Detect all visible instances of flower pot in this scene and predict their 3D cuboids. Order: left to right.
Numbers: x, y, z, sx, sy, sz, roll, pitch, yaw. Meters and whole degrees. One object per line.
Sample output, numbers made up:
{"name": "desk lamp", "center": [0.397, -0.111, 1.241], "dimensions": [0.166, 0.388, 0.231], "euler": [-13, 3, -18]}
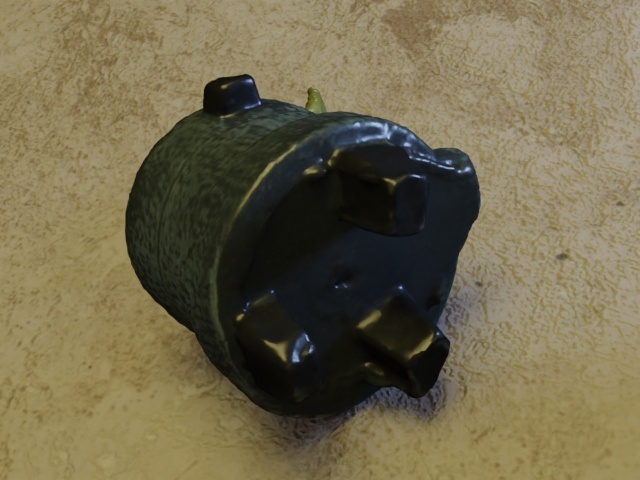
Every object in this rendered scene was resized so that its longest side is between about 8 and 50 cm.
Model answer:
{"name": "flower pot", "center": [0.000, 0.000, 1.177], "dimensions": [0.299, 0.299, 0.283], "euler": [-35, 35, -17]}

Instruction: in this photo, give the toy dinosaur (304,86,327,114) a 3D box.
{"name": "toy dinosaur", "center": [-0.020, -0.106, 1.457], "dimensions": [0.153, 0.094, 0.259], "euler": [-21, 32, -1]}
